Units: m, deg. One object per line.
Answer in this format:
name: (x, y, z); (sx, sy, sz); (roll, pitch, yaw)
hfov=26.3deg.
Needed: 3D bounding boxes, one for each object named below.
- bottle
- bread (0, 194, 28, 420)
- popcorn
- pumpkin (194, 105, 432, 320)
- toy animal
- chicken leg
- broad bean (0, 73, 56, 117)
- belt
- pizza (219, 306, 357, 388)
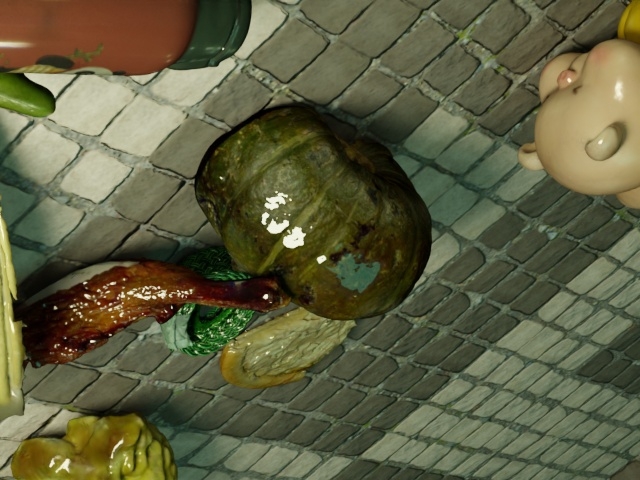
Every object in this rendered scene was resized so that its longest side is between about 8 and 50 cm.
bottle: (-0.215, -0.221, 1.249); (0.336, 0.144, 0.144); (-4, 140, -38)
bread: (-0.433, 0.001, 1.310); (0.345, 0.242, 0.405); (-13, 147, -38)
popcorn: (-0.313, 0.339, 1.915); (0.237, 0.206, 0.251); (-1, 128, -18)
pumpkin: (0.000, 0.000, 1.669); (0.242, 0.232, 0.325); (-44, 143, 25)
toy animal: (0.376, -0.173, 1.775); (0.247, 0.277, 0.345); (-10, 179, -2)
chicken leg: (-0.232, 0.077, 1.628); (0.407, 0.158, 0.096); (-12, 123, 12)
broad bean: (-0.372, -0.149, 1.219); (0.049, 0.144, 0.292); (-50, 161, 29)
belt: (-0.153, 0.077, 1.794); (0.121, 0.079, 0.151); (14, 117, -37)
pizza: (-0.025, 0.148, 2.036); (0.262, 0.034, 0.181); (-30, 148, -3)
